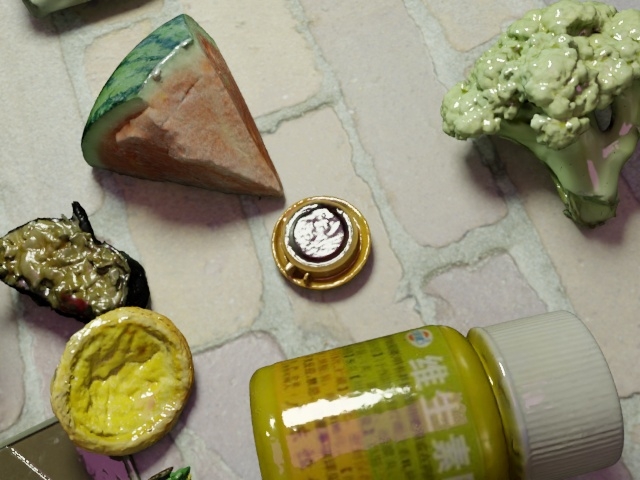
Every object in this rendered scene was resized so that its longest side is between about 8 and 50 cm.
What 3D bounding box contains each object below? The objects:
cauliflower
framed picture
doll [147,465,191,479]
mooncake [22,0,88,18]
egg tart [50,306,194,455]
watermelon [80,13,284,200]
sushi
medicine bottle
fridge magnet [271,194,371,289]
[{"bbox_3d":[0.332,-0.187,0.958,0.327,0.260,0.281,-29,64,15],"label":"cauliflower"},{"bbox_3d":[-0.315,0.349,0.915,0.189,0.023,0.260,-27,70,-7],"label":"framed picture"},{"bbox_3d":[-0.185,0.341,0.900,0.078,0.076,0.113,-22,99,-35],"label":"doll"},{"bbox_3d":[-0.396,-0.506,1.190,0.250,0.136,0.255,-18,74,-2],"label":"mooncake"},{"bbox_3d":[-0.254,0.178,0.927,0.191,0.074,0.191,0,91,-27],"label":"egg tart"},{"bbox_3d":[-0.174,-0.207,1.038,0.292,0.283,0.251,13,84,-19],"label":"watermelon"},{"bbox_3d":[-0.334,0.034,0.989,0.212,0.115,0.147,27,74,14],"label":"sushi"},{"bbox_3d":[0.125,0.214,0.834,0.384,0.224,0.224,-13,69,-3],"label":"medicine bottle"},{"bbox_3d":[0.000,0.000,1.009,0.143,0.063,0.143,-2,70,6],"label":"fridge magnet"}]
